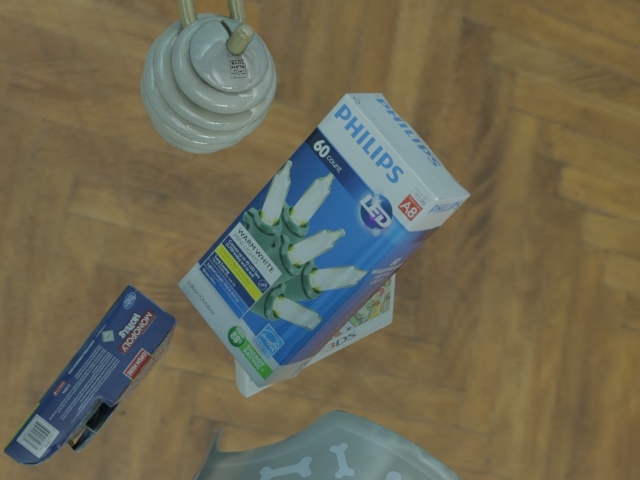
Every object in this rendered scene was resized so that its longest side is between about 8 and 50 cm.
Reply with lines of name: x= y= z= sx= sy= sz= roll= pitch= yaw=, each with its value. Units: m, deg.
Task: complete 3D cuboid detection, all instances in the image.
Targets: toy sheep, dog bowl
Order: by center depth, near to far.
toy sheep: x=-0.068 y=-0.101 z=0.969 sx=0.091 sy=0.132 sz=0.091 roll=6 pitch=68 yaw=-15
dog bowl: x=0.015 y=0.302 z=1.293 sx=0.102 sy=0.348 sz=0.349 roll=-42 pitch=109 yaw=-42

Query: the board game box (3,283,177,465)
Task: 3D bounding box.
board game box: x=-0.209 y=0.133 z=1.530 sx=0.060 sy=0.194 sz=0.194 roll=38 pitch=90 yaw=2

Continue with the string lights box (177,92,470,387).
string lights box: x=0.000 y=0.000 z=1.463 sx=0.133 sy=0.260 sz=0.077 roll=50 pitch=25 yaw=16

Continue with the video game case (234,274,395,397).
video game case: x=-0.005 y=0.062 z=1.761 sx=0.206 sy=0.026 sz=0.227 roll=-26 pitch=145 yaw=-20
